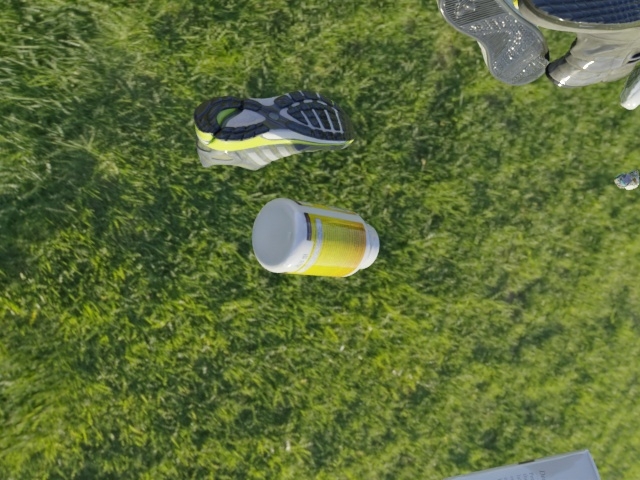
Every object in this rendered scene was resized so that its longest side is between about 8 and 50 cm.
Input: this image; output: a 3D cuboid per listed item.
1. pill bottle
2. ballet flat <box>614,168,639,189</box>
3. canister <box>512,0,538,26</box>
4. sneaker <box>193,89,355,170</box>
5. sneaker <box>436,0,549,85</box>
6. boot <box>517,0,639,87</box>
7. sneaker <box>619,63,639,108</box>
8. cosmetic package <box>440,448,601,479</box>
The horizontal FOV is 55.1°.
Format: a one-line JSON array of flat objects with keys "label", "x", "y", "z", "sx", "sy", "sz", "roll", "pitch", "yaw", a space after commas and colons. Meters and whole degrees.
[{"label": "pill bottle", "x": 0.000, "y": 0.000, "z": 1.016, "sx": 0.215, "sy": 0.117, "sz": 0.117, "roll": 8, "pitch": 100, "yaw": -46}, {"label": "ballet flat", "x": 0.687, "y": -0.132, "z": 1.367, "sx": 0.114, "sy": 0.041, "sz": 0.041, "roll": -15, "pitch": 113, "yaw": -47}, {"label": "canister", "x": 0.387, "y": -0.478, "z": 1.179, "sx": 0.170, "sy": 0.073, "sz": 0.126, "roll": 8, "pitch": 117, "yaw": -58}, {"label": "sneaker", "x": -0.081, "y": -0.186, "z": 1.076, "sx": 0.300, "sy": 0.121, "sz": 0.111, "roll": -4, "pitch": 66, "yaw": -23}, {"label": "sneaker", "x": 0.282, "y": -0.401, "z": 1.054, "sx": 0.295, "sy": 0.124, "sz": 0.178, "roll": 27, "pitch": 46, "yaw": -42}, {"label": "boot", "x": 0.418, "y": -0.315, "z": 0.963, "sx": 0.338, "sy": 0.223, "sz": 0.118, "roll": -3, "pitch": 71, "yaw": -17}, {"label": "sneaker", "x": 0.712, "y": -0.339, "z": 1.235, "sx": 0.115, "sy": 0.090, "sz": 0.232, "roll": 45, "pitch": 92, "yaw": 0}, {"label": "cosmetic package", "x": 0.266, "y": 0.361, "z": 0.776, "sx": 0.183, "sy": 0.151, "sz": 0.151, "roll": -17, "pitch": 156, "yaw": 10}]
